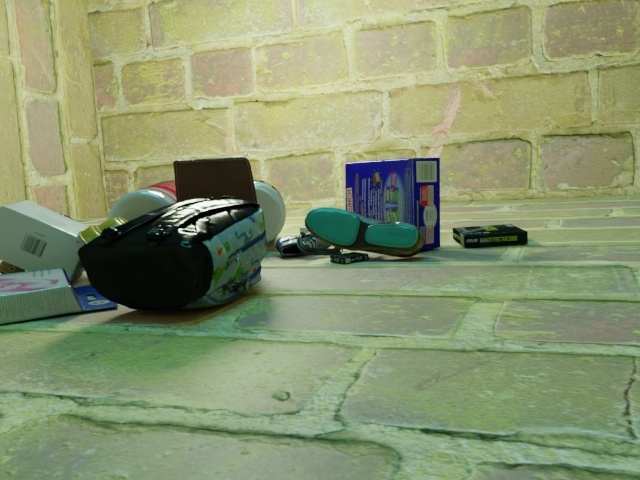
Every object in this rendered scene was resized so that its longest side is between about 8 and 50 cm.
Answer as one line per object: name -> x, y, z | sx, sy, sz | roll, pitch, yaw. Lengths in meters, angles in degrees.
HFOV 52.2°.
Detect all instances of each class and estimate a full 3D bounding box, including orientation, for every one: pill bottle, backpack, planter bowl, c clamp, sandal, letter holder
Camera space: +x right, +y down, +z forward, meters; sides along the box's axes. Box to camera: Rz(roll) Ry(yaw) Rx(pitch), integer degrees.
pill bottle -> -0.485, -0.069, 2.055 | 0.229, 0.228, 0.407 | -3, 12, 8
pill bottle -> -0.233, -0.096, 2.261 | 0.224, 0.223, 0.392 | -4, 7, -3
backpack -> -0.260, 0.022, 1.370 | 0.290, 0.273, 0.355 | -3, 29, 25
planter bowl -> -0.509, 0.001, 1.701 | 0.217, 0.090, 0.217 | 34, 1, -1
c clamp -> 0.000, 0.000, 1.924 | 0.161, 0.022, 0.137 | -1, 43, -23
sandal -> -0.817, 0.078, 1.742 | 0.088, 0.079, 0.240 | 2, 9, 40
letter holder -> -0.253, -0.070, 1.745 | 0.215, 0.301, 0.152 | -2, 7, 10

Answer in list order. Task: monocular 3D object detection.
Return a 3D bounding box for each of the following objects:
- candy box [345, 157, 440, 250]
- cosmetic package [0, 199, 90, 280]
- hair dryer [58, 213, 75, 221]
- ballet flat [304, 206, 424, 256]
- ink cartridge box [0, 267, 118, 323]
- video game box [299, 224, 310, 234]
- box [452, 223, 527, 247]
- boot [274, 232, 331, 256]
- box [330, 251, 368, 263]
candy box -> 0.211, -0.112, 1.975 | 0.122, 0.268, 0.317 | -5, 6, -36
cosmetic package -> -0.733, 0.003, 1.743 | 0.224, 0.138, 0.225 | 25, 4, -11
hair dryer -> -0.702, -0.015, 1.980 | 0.224, 0.080, 0.293 | -2, -21, 29
ballet flat -> 0.124, -0.011, 1.812 | 0.343, 0.116, 0.124 | 8, -21, 21
ink cartridge box -> -0.633, 0.113, 1.429 | 0.330, 0.071, 0.324 | -8, 8, -24
video game box -> 0.035, -0.044, 2.422 | 0.187, 0.048, 0.205 | 0, 8, 11
box -> 0.503, -0.015, 1.955 | 0.184, 0.045, 0.190 | -6, 8, 3
boot -> -0.039, 0.016, 1.955 | 0.190, 0.069, 0.086 | -9, 21, -12
box -> 0.078, 0.047, 1.773 | 0.083, 0.018, 0.067 | -9, 9, -34
